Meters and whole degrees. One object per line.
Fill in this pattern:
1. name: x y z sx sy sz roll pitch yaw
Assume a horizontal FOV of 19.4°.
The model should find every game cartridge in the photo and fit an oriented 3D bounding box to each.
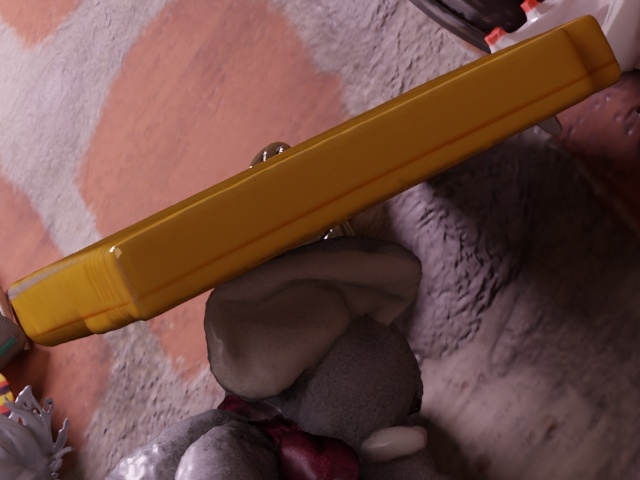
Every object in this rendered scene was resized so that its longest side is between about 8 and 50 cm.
1. game cartridge: -0.016 -0.024 1.033 0.053 0.285 0.323 65 162 -5

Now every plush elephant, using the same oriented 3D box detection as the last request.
1. plush elephant: -0.013 0.150 1.059 0.255 0.272 0.330 -39 74 -15

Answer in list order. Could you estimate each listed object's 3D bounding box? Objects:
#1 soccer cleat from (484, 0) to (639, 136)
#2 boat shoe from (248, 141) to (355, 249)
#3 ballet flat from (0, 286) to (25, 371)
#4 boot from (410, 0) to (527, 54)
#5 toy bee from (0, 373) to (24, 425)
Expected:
1. soccer cleat: 0.182 -0.144 1.082 0.196 0.076 0.068 -41 4 12
2. boat shoe: -0.002 0.001 1.249 0.056 0.048 0.153 -40 53 15
3. ballet flat: -0.304 0.048 1.568 0.068 0.072 0.213 -41 41 -8
4. boot: 0.132 -0.261 1.159 0.229 0.091 0.263 -44 43 29
5. toy bee: -0.301 0.233 1.383 0.162 0.195 0.298 22 75 38
